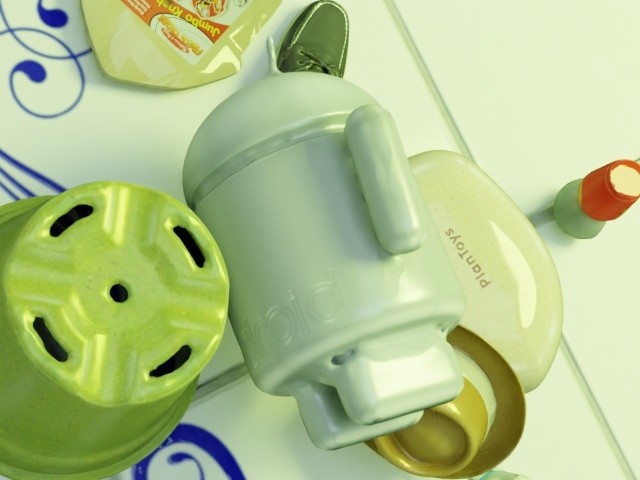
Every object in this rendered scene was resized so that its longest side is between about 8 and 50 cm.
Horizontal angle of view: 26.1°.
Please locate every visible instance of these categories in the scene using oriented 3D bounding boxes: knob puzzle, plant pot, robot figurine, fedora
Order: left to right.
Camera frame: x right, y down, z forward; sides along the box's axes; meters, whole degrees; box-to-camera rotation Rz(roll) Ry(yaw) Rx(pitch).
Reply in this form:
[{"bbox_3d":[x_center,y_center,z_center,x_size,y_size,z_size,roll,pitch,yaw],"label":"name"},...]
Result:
[{"bbox_3d":[-0.199,0.064,1.180,0.276,0.254,0.276,5,75,-20],"label":"plant pot"},{"bbox_3d":[-0.159,-0.230,1.389,0.213,0.030,0.213,5,76,-21],"label":"knob puzzle"},{"bbox_3d":[0.000,0.000,1.222,0.199,0.300,0.353,-10,69,-36],"label":"robot figurine"},{"bbox_3d":[0.098,0.164,1.315,0.194,0.194,0.079,44,28,-7],"label":"fedora"}]

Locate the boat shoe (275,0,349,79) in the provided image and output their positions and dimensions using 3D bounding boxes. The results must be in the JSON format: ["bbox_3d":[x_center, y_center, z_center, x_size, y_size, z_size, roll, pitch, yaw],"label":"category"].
[{"bbox_3d":[-0.014,-0.152,1.404,0.080,0.073,0.224,28,70,-16],"label":"boat shoe"}]

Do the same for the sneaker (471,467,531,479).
[{"bbox_3d":[0.160,0.311,1.361,0.071,0.083,0.191,26,71,-16],"label":"sneaker"}]

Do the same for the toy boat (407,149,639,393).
[{"bbox_3d":[0.191,0.013,1.424,0.318,0.148,0.267,-28,84,-18],"label":"toy boat"}]
